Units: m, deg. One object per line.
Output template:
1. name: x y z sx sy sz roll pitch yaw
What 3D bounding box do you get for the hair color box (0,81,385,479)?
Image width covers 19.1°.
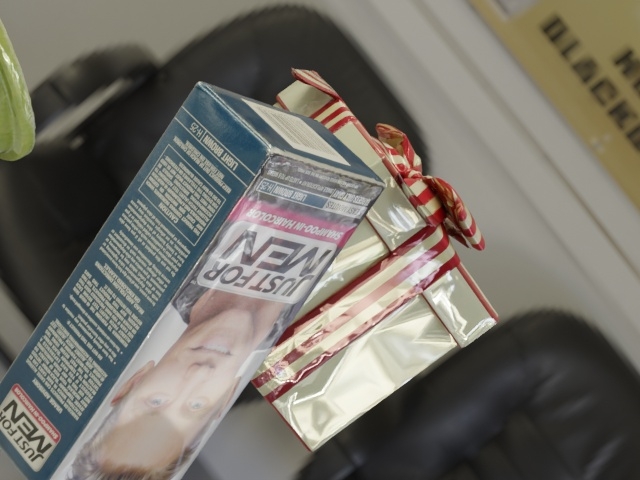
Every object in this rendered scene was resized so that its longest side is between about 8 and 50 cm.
1. hair color box: -0.114 0.051 1.572 0.105 0.347 0.174 44 17 31

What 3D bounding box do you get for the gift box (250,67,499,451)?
1. gift box: 0.000 0.000 1.801 0.276 0.258 0.255 54 0 -36

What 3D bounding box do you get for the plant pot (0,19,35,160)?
1. plant pot: -0.373 -0.114 1.274 0.276 0.254 0.276 48 -21 25
